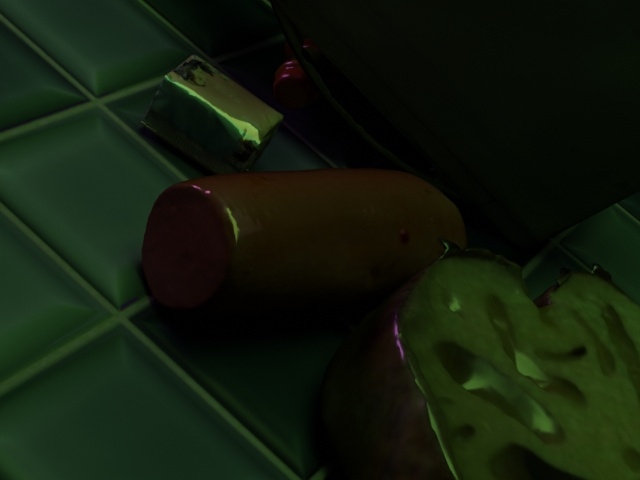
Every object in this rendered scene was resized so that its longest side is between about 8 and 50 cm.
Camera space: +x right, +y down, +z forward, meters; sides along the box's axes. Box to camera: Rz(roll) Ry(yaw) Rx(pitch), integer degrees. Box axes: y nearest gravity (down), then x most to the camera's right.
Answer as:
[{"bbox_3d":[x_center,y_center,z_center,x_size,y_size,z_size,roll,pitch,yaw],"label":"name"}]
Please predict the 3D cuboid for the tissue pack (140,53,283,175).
[{"bbox_3d":[-0.085,-0.096,0.983,0.094,0.059,0.074,34,30,-1],"label":"tissue pack"}]

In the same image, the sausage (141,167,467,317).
[{"bbox_3d":[0.000,0.000,0.889,0.259,0.113,0.113,-4,49,-44],"label":"sausage"}]

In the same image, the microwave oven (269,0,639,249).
[{"bbox_3d":[0.169,-0.239,1.079,0.394,0.333,0.247,43,33,-27],"label":"microwave oven"}]

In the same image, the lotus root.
[{"bbox_3d":[0.190,0.170,0.845,0.390,0.111,0.375,18,38,-30],"label":"lotus root"}]

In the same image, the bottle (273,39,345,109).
[{"bbox_3d":[-0.002,-0.177,1.155,0.069,0.069,0.187,33,35,-2],"label":"bottle"}]
